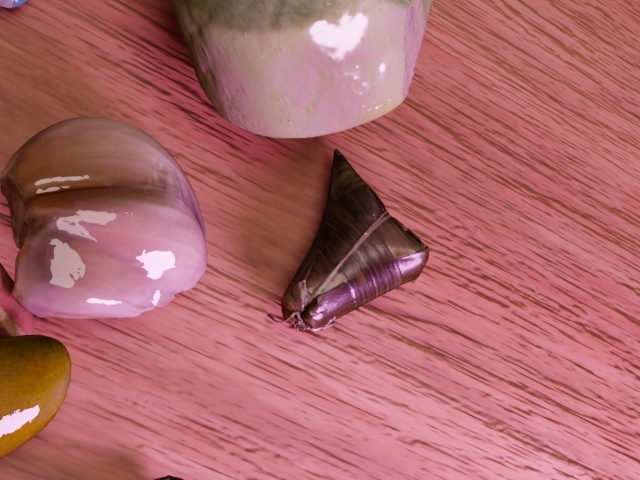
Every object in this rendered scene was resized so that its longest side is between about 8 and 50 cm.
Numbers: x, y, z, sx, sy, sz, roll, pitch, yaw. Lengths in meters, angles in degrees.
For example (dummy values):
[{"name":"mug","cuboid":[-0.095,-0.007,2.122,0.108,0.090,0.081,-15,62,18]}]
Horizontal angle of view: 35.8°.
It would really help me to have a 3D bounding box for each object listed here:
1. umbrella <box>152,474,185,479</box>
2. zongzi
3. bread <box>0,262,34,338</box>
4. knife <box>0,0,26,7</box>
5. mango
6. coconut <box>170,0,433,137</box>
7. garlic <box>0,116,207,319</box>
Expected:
[{"name":"umbrella","cuboid":[-0.200,0.266,0.882,0.224,0.071,0.080,-5,72,-50]},{"name":"zongzi","cuboid":[0.000,0.000,1.116,0.187,0.084,0.184,-27,73,-27]},{"name":"bread","cuboid":[-0.334,0.030,0.913,0.067,0.192,0.119,-41,60,-18]},{"name":"knife","cuboid":[-0.336,-0.350,1.086,0.064,0.031,0.221,8,66,-20]},{"name":"mango","cuboid":[-0.364,0.139,0.851,0.289,0.129,0.146,11,59,-27]},{"name":"coconut","cuboid":[-0.017,-0.262,1.074,0.281,0.328,0.328,-19,81,-1]},{"name":"garlic","cuboid":[-0.196,-0.028,0.980,0.228,0.110,0.217,7,55,-43]}]
